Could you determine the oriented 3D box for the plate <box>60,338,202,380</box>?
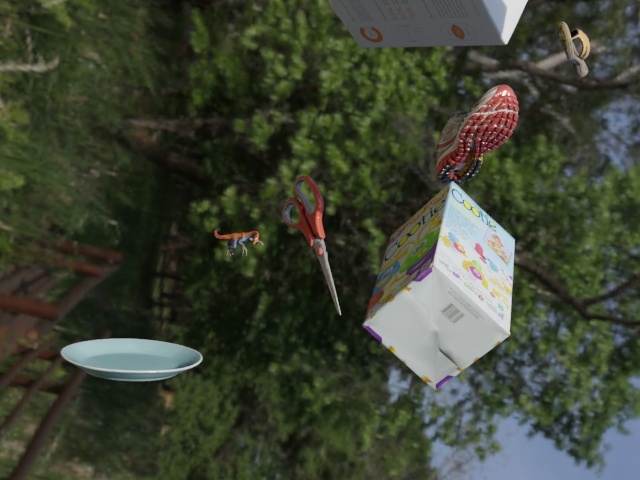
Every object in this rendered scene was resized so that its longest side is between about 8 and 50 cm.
[{"bbox_3d":[-0.253,0.162,1.258,0.188,0.188,0.024,-127,-139,-81],"label":"plate"}]

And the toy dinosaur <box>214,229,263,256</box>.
[{"bbox_3d":[-0.156,-0.001,1.821,0.082,0.090,0.047,-43,-163,39],"label":"toy dinosaur"}]

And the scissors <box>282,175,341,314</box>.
[{"bbox_3d":[0.000,0.000,1.781,0.109,0.021,0.297,-52,-134,27],"label":"scissors"}]

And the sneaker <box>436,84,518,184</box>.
[{"bbox_3d":[0.247,-0.187,1.554,0.225,0.088,0.093,128,-37,-53],"label":"sneaker"}]

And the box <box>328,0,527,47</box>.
[{"bbox_3d":[0.194,-0.499,1.778,0.215,0.345,0.168,49,60,-43],"label":"box"}]

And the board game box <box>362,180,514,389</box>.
[{"bbox_3d":[0.177,0.057,1.350,0.142,0.144,0.275,-43,-170,28],"label":"board game box"}]

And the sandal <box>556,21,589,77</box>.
[{"bbox_3d":[0.489,-0.368,1.784,0.180,0.049,0.072,29,42,-58],"label":"sandal"}]
